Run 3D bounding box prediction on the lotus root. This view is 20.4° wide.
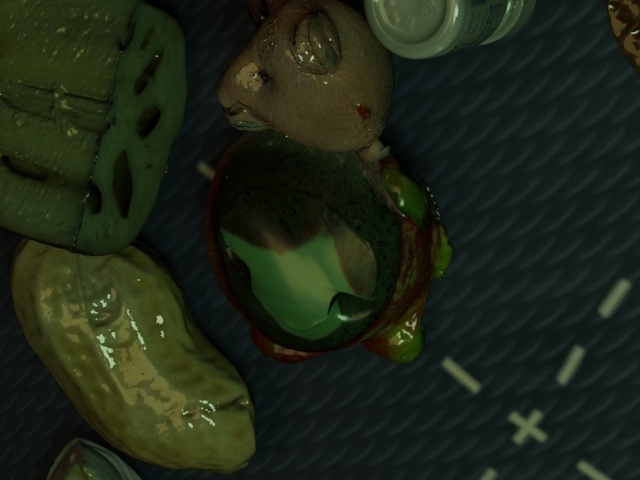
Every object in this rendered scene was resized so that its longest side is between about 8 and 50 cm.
[{"bbox_3d":[-0.289,-0.129,1.871,0.260,0.149,0.267,12,86,31],"label":"lotus root"}]

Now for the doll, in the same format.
[{"bbox_3d":[-0.049,-0.193,1.677,0.156,0.201,0.303,-34,48,-4],"label":"doll"}]

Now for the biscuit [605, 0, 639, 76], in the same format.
[{"bbox_3d":[0.414,-0.251,1.493,0.314,0.063,0.367,39,118,14],"label":"biscuit"}]

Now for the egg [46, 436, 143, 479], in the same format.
[{"bbox_3d":[-0.241,0.372,1.986,0.206,0.161,0.271,154,129,-64],"label":"egg"}]

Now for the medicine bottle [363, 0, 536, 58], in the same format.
[{"bbox_3d":[0.119,-0.223,1.611,0.105,0.168,0.105,8,106,29],"label":"medicine bottle"}]

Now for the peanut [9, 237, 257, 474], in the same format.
[{"bbox_3d":[-0.201,0.117,1.902,0.174,0.158,0.340,-34,88,3],"label":"peanut"}]

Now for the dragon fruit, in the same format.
[{"bbox_3d":[0.000,0.000,1.769,0.268,0.130,0.295,-43,79,26],"label":"dragon fruit"}]
